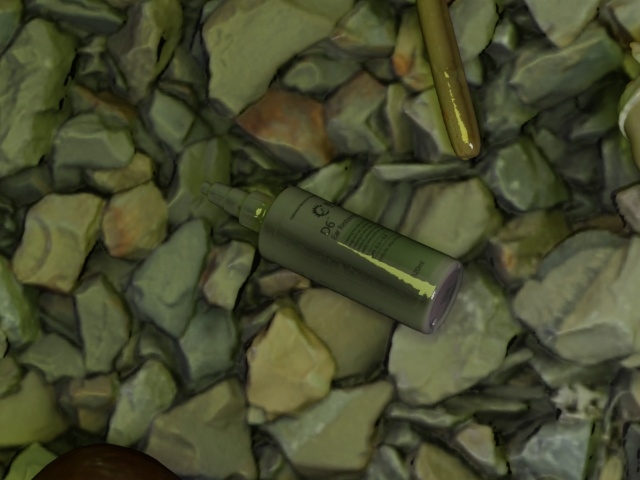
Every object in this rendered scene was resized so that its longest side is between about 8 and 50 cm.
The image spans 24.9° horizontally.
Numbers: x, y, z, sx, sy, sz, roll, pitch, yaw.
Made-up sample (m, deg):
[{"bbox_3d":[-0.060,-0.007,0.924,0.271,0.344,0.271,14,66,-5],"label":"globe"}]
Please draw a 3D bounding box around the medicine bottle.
[{"bbox_3d":[0.000,0.000,1.005,0.199,0.057,0.057,25,86,20],"label":"medicine bottle"}]

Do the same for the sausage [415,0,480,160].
[{"bbox_3d":[0.090,-0.120,1.023,0.024,0.024,0.132,-16,73,12],"label":"sausage"}]

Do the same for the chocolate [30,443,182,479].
[{"bbox_3d":[-0.141,0.218,0.956,0.177,0.177,0.176,-4,77,15],"label":"chocolate"}]

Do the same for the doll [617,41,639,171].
[{"bbox_3d":[0.233,-0.078,0.941,0.073,0.084,0.127,-19,80,10],"label":"doll"}]
